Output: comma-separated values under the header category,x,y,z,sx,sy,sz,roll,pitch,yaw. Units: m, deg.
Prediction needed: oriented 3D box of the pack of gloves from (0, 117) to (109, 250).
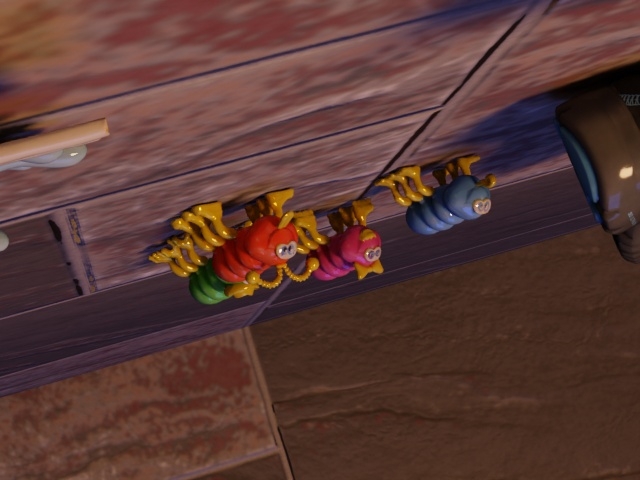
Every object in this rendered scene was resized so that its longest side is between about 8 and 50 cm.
category,x,y,z,sx,sy,sz,roll,pitch,yaw
pack of gloves,-0.193,0.004,0.486,0.232,0.046,0.195,-16,-172,-11

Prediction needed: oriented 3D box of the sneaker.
category,x,y,z,sx,sy,sz,roll,pitch,yaw
sneaker,0.273,-0.061,0.979,0.140,0.125,0.341,-23,175,14

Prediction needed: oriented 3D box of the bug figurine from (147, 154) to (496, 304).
category,x,y,z,sx,sy,sz,roll,pitch,yaw
bug figurine,0.000,0.000,1.025,0.279,0.072,0.216,-13,173,-34
